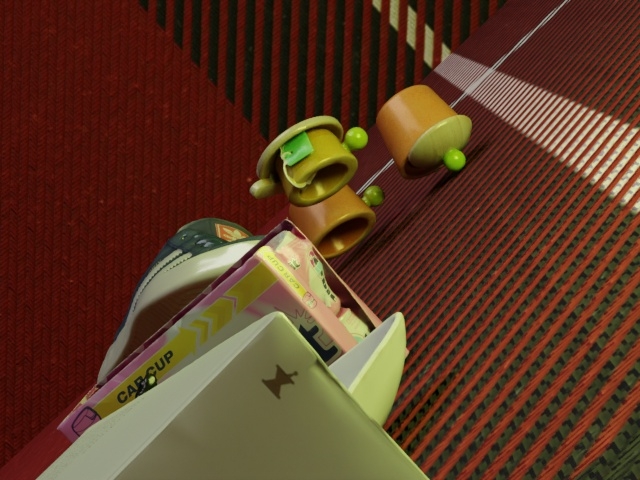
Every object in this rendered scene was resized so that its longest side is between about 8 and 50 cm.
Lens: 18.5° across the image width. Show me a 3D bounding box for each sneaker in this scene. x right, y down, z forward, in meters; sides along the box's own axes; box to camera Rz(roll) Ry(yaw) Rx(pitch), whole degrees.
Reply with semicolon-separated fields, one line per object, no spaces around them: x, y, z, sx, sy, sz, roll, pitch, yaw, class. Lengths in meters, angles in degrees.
-0.076;0.035;1.529;0.350;0.131;0.148;-35;29;59;sneaker

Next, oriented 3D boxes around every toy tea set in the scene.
0.000;0.000;1.749;0.336;0.124;0.200;-45;-26;22;toy tea set

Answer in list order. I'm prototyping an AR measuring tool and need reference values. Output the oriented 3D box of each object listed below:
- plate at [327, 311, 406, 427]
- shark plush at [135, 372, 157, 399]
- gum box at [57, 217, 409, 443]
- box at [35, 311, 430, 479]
-0.074;0.174;0.932;0.277;0.045;0.278;-40;5;24;plate
-0.062;0.088;0.910;0.161;0.067;0.073;-47;6;-37;shark plush
-0.048;0.084;1.145;0.188;0.107;0.062;-41;5;26;gum box
-0.028;0.113;0.557;0.091;0.130;0.170;-44;4;-28;box
